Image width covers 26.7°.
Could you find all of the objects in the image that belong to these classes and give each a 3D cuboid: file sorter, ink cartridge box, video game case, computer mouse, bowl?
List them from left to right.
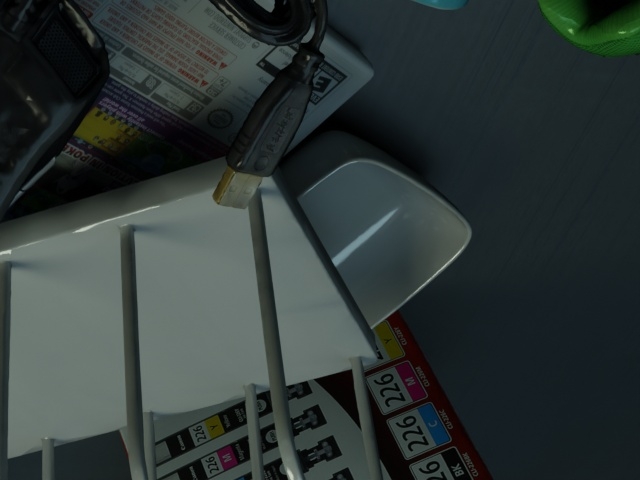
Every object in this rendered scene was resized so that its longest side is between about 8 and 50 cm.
[{"bbox_3d":[-0.117,-0.049,0.578,0.184,0.060,0.262,29,101,-16],"label":"computer mouse"},{"bbox_3d":[-0.119,0.108,0.677,0.278,0.173,0.193,-15,144,11],"label":"file sorter"},{"bbox_3d":[-0.097,-0.069,0.661,0.183,0.023,0.201,-41,142,16],"label":"video game case"},{"bbox_3d":[-0.006,0.233,0.833,0.272,0.309,0.130,-25,143,-5],"label":"ink cartridge box"},{"bbox_3d":[0.000,0.000,0.776,0.142,0.053,0.142,-41,141,16],"label":"bowl"}]

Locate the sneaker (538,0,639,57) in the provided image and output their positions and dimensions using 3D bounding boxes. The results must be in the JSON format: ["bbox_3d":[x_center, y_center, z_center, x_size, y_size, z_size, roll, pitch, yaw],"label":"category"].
[{"bbox_3d":[0.171,-0.207,0.536,0.146,0.134,0.343,-41,150,-29],"label":"sneaker"}]

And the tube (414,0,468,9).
[{"bbox_3d":[0.082,-0.203,0.596,0.080,0.052,0.207,-10,135,-43],"label":"tube"}]
